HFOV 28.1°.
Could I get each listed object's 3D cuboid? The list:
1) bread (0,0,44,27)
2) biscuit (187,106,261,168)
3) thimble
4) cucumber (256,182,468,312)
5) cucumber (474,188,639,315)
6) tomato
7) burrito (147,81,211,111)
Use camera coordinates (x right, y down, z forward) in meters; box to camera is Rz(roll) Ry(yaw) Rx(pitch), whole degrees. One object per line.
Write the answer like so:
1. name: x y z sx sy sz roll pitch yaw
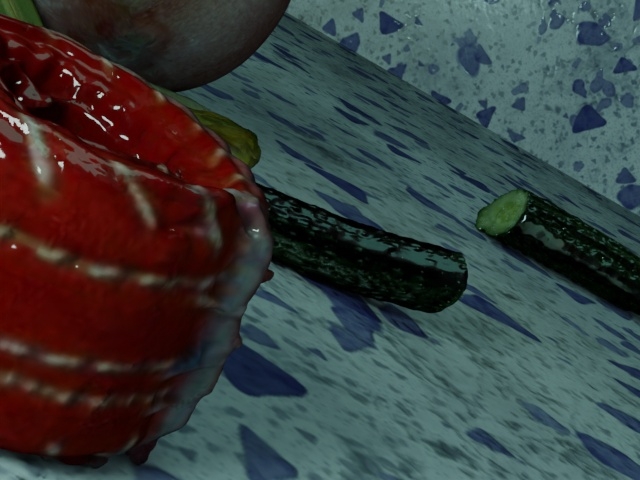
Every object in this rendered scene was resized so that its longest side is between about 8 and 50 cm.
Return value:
1. bread: -0.238 -0.170 0.984 0.139 0.084 0.074 35 12 19
2. biscuit: -0.157 -0.084 0.863 0.247 0.029 0.118 10 13 -22
3. thimble: -0.122 -0.009 0.516 0.189 0.125 0.163 39 18 36
4. cucumber: 0.000 0.000 0.908 0.214 0.058 0.052 19 59 -18
5. cucumber: 0.312 0.021 1.508 0.265 0.077 0.077 30 12 -10
6. tomato: -0.149 -0.247 1.102 0.270 0.270 0.227 23 49 -27
7. burrito: -0.143 -0.109 1.045 0.058 0.045 0.188 50 16 18
